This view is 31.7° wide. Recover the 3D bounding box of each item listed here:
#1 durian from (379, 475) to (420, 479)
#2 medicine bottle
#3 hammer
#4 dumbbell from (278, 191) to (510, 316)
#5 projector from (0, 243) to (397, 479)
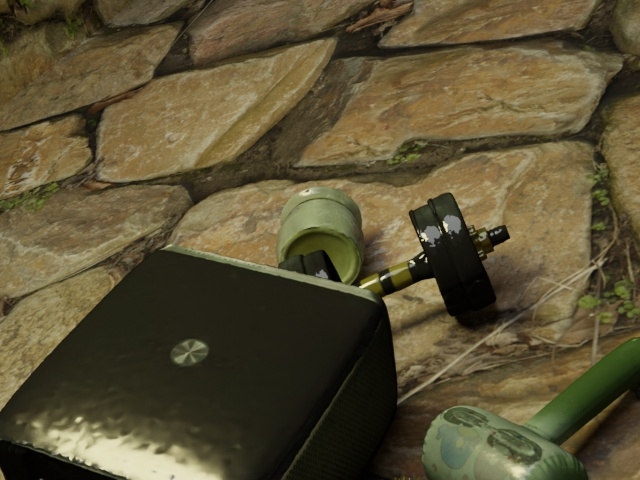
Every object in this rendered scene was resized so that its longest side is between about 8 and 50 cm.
[{"bbox_3d":[0.060,0.360,1.300,0.237,0.137,0.193,-34,31,-11],"label":"durian"},{"bbox_3d":[0.000,0.000,1.882,0.147,0.147,0.143,-19,30,11],"label":"medicine bottle"},{"bbox_3d":[0.298,0.220,1.380,0.336,0.118,0.206,-32,31,-24],"label":"hammer"},{"bbox_3d":[0.099,0.062,1.680,0.388,0.185,0.185,-23,31,5],"label":"dumbbell"},{"bbox_3d":[-0.148,0.234,1.468,0.395,0.242,0.405,13,42,25],"label":"projector"}]
